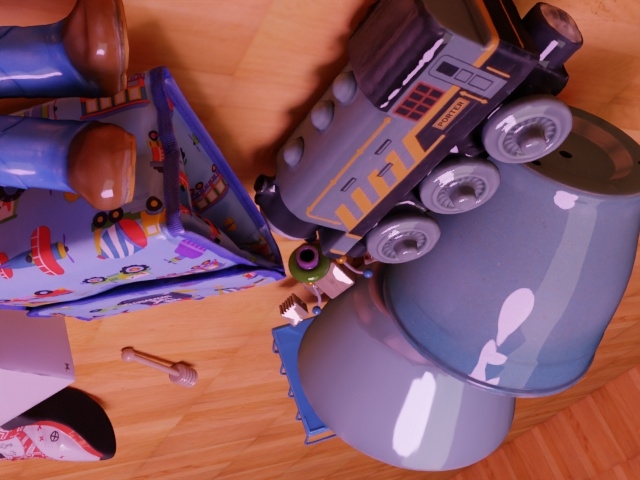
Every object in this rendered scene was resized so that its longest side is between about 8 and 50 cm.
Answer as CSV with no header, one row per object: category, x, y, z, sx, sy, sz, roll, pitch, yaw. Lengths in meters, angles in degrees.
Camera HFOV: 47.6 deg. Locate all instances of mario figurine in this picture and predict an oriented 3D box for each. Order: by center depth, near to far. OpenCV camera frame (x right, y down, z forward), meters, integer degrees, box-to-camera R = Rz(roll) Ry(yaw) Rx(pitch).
mario figurine,-0.264,-0.072,0.387,0.321,0.198,0.170,-5,144,-17

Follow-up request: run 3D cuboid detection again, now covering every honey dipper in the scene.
honey dipper,-0.232,0.183,1.045,0.031,0.030,0.161,-29,150,13

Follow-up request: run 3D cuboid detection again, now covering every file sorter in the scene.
file sorter,0.003,0.216,1.128,0.118,0.170,0.104,-14,155,-15

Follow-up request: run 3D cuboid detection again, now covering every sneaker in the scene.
sneaker,-0.408,0.265,1.000,0.145,0.090,0.270,-25,149,6

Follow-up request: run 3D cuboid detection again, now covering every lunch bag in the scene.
lunch bag,-0.172,0.002,0.648,0.221,0.138,0.293,-14,159,10

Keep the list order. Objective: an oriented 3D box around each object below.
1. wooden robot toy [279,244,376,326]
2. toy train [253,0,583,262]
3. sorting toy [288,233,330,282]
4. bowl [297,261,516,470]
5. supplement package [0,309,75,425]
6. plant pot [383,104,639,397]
wooden robot toy,-0.001,0.033,0.937,0.079,0.076,0.173,41,119,-21
toy train,0.076,-0.100,0.673,0.190,0.142,0.334,14,140,-30
sorting toy,0.000,0.000,0.859,0.102,0.061,0.042,-41,155,-14
bowl,0.135,0.127,0.966,0.312,0.311,0.163,-8,134,-26
supplement package,-0.370,0.136,0.776,0.179,0.105,0.105,-30,151,17
plant pot,0.236,-0.009,0.826,0.272,0.271,0.255,-8,134,-27
